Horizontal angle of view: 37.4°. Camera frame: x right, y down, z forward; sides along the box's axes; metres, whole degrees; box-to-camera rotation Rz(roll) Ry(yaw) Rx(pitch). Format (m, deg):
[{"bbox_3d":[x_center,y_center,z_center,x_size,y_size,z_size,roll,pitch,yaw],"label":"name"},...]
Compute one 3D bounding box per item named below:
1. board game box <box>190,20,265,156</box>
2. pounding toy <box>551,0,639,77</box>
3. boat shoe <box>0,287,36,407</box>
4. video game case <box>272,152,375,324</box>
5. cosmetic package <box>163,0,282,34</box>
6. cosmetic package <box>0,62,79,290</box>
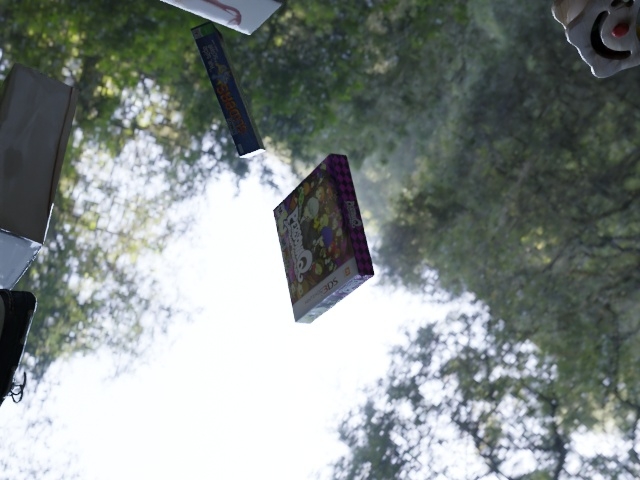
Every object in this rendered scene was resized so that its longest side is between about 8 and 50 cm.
[{"bbox_3d":[-0.138,-0.227,1.450,0.136,0.035,0.201,-83,-27,-86],"label":"board game box"},{"bbox_3d":[0.479,-0.421,1.636,0.269,0.154,0.155,33,-149,-46],"label":"pounding toy"},{"bbox_3d":[-0.449,0.184,1.291,0.095,0.255,0.079,23,-167,42],"label":"boat shoe"},{"bbox_3d":[0.000,0.000,1.645,0.041,0.210,0.232,5,-119,-34],"label":"video game case"},{"bbox_3d":[-0.237,-0.560,1.953,0.296,0.129,0.153,15,-125,-37],"label":"cosmetic package"},{"bbox_3d":[-0.468,-0.097,1.432,0.113,0.160,0.310,22,-130,-27],"label":"cosmetic package"}]
